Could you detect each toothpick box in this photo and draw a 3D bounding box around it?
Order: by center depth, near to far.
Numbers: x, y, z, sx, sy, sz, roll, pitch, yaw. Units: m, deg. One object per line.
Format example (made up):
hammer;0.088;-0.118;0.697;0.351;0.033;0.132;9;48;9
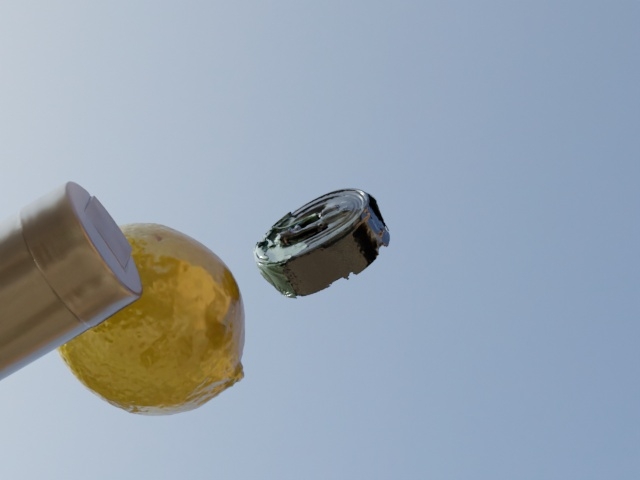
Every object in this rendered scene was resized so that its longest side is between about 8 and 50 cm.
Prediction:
toothpick box;-0.242;0.043;1.064;0.180;0.111;0.111;-31;-73;5

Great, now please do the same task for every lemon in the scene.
lemon;-0.159;0.076;1.279;0.203;0.178;0.178;31;-66;3

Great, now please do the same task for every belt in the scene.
belt;0.000;0.000;1.355;0.140;0.105;0.058;-28;-61;7
